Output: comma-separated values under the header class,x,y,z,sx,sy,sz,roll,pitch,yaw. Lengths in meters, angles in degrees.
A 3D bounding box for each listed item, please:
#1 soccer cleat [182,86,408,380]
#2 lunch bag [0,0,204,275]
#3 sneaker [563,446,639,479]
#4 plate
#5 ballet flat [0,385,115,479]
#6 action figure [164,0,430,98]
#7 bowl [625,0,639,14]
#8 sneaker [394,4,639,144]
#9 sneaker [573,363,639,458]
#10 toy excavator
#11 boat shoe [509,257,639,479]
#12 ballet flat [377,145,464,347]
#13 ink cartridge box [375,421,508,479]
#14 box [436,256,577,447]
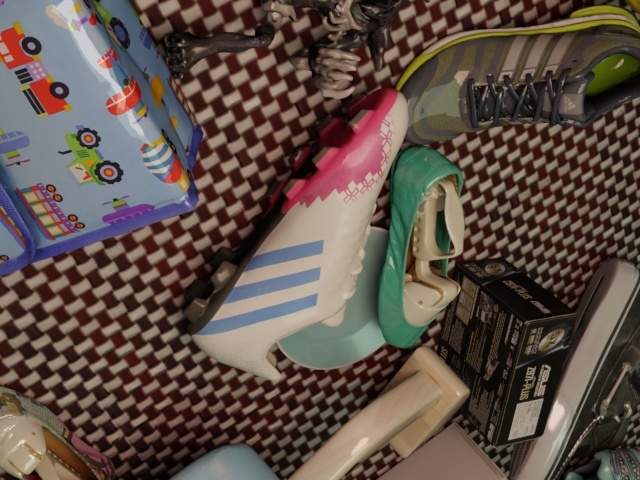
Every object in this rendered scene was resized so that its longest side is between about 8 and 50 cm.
class,x,y,z,sx,sy,sz,roll,pitch,yaw
soccer cleat,0.000,0.000,0.905,0.143,0.116,0.331,37,103,-16
lunch bag,-0.273,-0.092,0.703,0.293,0.138,0.221,-21,123,10
sneaker,0.416,0.396,1.370,0.122,0.110,0.283,9,134,-11
plate,0.026,0.064,1.023,0.188,0.024,0.188,-13,121,-22
ballet flat,-0.282,0.220,0.900,0.077,0.079,0.221,-42,128,-3
action figure,-0.003,-0.209,0.784,0.276,0.141,0.164,-14,121,-19
bowl,0.372,-0.362,0.899,0.289,0.156,0.289,-13,121,-23
sneaker,0.219,-0.165,0.927,0.300,0.121,0.111,-19,123,-3
sneaker,0.391,0.225,1.278,0.130,0.087,0.227,-15,128,-29
toy excavator,-0.045,0.296,0.953,0.445,0.222,0.433,-45,160,9
boat shoe,0.362,0.186,1.158,0.119,0.121,0.335,30,82,1
ballet flat,0.114,0.021,0.977,0.083,0.087,0.247,-13,116,-34
ink cartridge box,0.181,0.437,1.249,0.223,0.129,0.307,-35,128,-7
box,0.219,0.135,1.093,0.077,0.147,0.180,-6,118,-27
